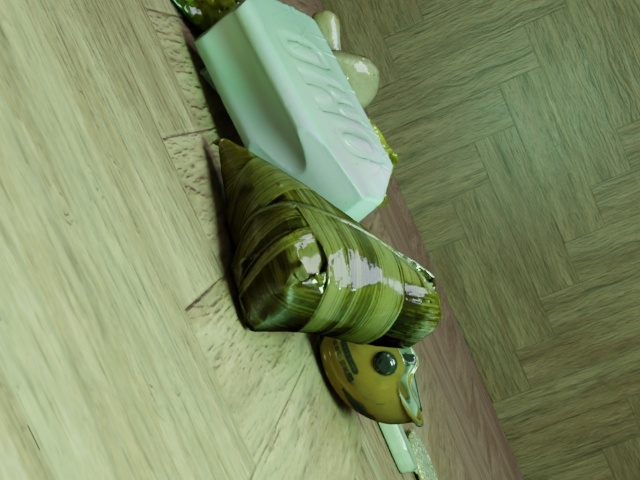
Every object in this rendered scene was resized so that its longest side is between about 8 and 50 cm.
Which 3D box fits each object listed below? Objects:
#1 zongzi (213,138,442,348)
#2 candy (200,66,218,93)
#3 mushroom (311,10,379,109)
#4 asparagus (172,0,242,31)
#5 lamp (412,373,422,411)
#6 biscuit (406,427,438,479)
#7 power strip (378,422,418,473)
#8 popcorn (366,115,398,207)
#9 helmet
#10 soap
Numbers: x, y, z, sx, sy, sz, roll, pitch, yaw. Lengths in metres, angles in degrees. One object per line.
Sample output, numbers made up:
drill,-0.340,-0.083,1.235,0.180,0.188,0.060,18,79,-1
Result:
zongzi,0.000,0.000,1.178,0.286,0.134,0.288,19,33,-41
candy,-0.063,-0.133,1.429,0.365,0.124,0.124,48,20,-38
mushroom,0.017,-0.354,1.901,0.207,0.207,0.215,31,57,-73
asparagus,-0.137,-0.350,1.451,0.382,0.108,0.128,17,53,-74
lamp,0.118,0.166,1.804,0.266,0.047,0.269,-99,163,-54
biscuit,0.187,0.413,1.707,0.152,0.020,0.152,62,11,-21
power strip,0.114,0.300,1.543,0.047,0.030,0.191,-50,117,-77
popcorn,0.074,-0.154,1.874,0.197,0.155,0.198,4,85,-53
helmet,0.067,0.160,1.334,0.198,0.130,0.224,17,63,-76
soap,-0.024,-0.167,1.316,0.208,0.115,0.347,6,54,-56
